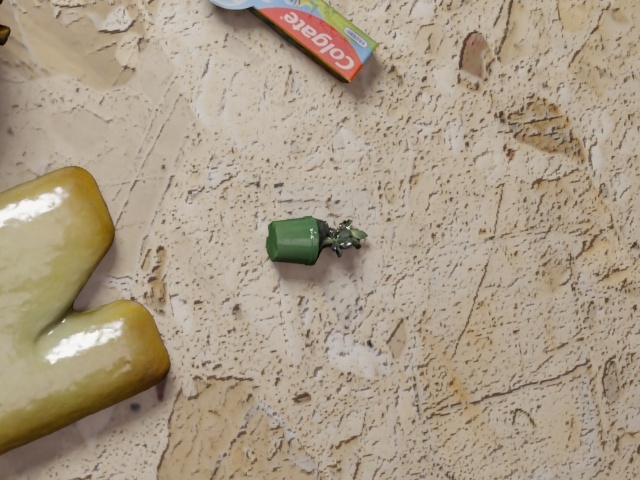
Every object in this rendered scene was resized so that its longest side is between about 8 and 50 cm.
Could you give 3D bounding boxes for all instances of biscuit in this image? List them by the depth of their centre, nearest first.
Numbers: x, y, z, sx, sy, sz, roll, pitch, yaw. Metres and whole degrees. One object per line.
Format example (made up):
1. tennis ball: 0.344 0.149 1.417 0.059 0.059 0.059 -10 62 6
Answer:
1. biscuit: -0.307 0.082 1.770 0.291 0.062 0.236 -22 96 -13

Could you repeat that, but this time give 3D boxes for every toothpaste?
1. toothpaste: -0.041 -0.222 1.826 0.193 0.044 0.070 37 86 -11

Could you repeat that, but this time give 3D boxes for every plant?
1. plant: 0.000 0.000 1.842 0.102 0.051 0.051 -2 93 -18

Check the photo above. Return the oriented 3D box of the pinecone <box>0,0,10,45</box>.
1. pinecone: -0.403 -0.217 1.658 0.244 0.243 0.257 -17 82 -12
